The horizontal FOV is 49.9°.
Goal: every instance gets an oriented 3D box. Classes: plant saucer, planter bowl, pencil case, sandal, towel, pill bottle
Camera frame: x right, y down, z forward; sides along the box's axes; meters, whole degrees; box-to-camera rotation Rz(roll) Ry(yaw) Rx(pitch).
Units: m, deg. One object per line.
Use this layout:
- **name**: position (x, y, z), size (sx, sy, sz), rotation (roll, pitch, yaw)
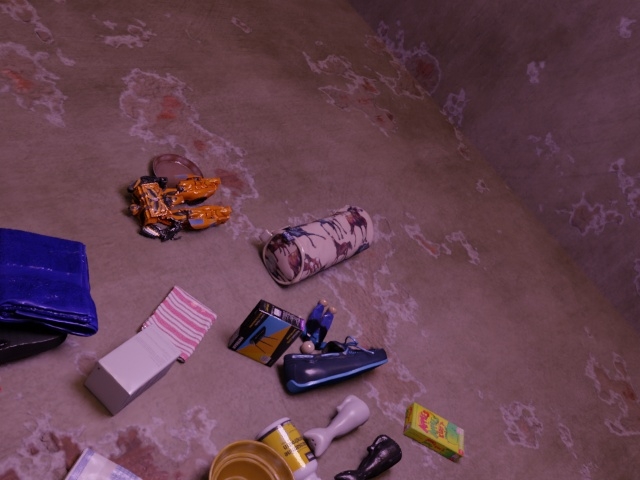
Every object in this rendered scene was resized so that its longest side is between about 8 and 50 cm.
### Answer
- **plant saucer**: position (-0.439, -0.199, 2.120), size (0.169, 0.029, 0.168), rotation (22, 42, -22)
- **planter bowl**: position (-0.166, 0.563, 1.530), size (0.217, 0.090, 0.217), rotation (23, 41, -22)
- **pencil case**: position (0.000, 0.000, 2.179), size (0.410, 0.160, 0.183), rotation (-22, 82, -49)
- **sandal**: position (-0.719, 0.192, 1.393), size (0.168, 0.107, 0.446), rotation (35, 30, 23)
- **towel**: position (-0.361, 0.210, 1.775), size (0.144, 0.029, 0.197), rotation (37, 37, -5)
- **towel**: position (-0.625, 0.082, 1.565), size (0.228, 0.076, 0.308), rotation (19, 23, -34)
- **pill bottle**: position (-0.071, 0.524, 1.639), size (0.103, 0.103, 0.184), rotation (-15, 63, -47)
- **towel**: position (-0.406, 0.565, 1.377), size (0.285, 0.034, 0.209), rotation (35, 35, -9)

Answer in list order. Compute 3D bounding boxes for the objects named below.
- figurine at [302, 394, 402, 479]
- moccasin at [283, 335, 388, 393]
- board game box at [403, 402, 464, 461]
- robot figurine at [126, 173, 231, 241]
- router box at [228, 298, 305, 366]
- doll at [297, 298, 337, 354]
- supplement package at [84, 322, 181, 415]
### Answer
- **figurine**: position (0.074, 0.533, 1.771), size (0.209, 0.092, 0.215), rotation (-24, 68, -45)
- **moccasin**: position (0.050, 0.326, 1.906), size (0.342, 0.138, 0.116), rotation (-3, 64, -43)
- **board game box**: position (0.330, 0.554, 1.990), size (0.181, 0.043, 0.092), rotation (31, 39, -11)
- **robot figurine**: position (-0.412, -0.108, 1.987), size (0.291, 0.085, 0.211), rotation (-8, 68, -40)
- **router box**: position (-0.141, 0.244, 1.799), size (0.133, 0.179, 0.046), rotation (27, 37, -16)
- **doll**: position (-0.016, 0.256, 2.000), size (0.129, 0.046, 0.189), rotation (41, 43, -14)
- **supplement package**: position (-0.427, 0.292, 1.574), size (0.105, 0.105, 0.179), rotation (45, 37, 6)
